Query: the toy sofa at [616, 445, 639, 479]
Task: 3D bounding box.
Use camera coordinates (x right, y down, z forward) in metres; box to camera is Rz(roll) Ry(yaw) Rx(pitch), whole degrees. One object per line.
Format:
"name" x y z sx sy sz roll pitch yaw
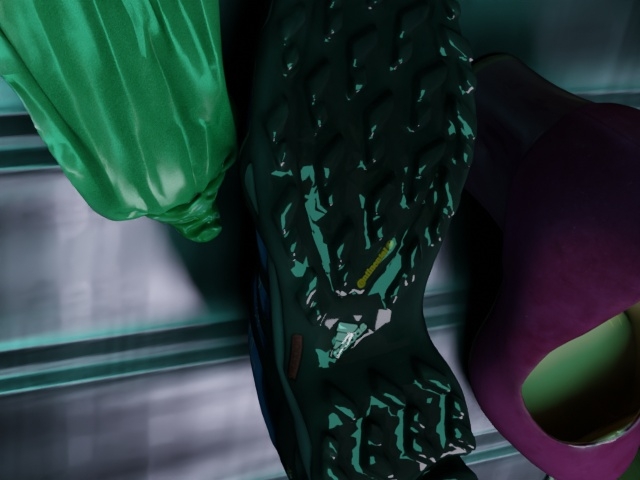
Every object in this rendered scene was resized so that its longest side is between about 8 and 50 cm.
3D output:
"toy sofa" 0.329 0.086 0.673 0.177 0.150 0.362 -10 133 -11

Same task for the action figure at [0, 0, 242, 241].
"action figure" -0.090 -0.088 0.420 0.137 0.063 0.232 -28 127 -11

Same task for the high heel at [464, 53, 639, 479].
"high heel" 0.170 0.077 0.597 0.127 0.181 0.377 -33 131 -5

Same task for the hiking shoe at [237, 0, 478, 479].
"hiking shoe" 0.000 0.000 0.501 0.113 0.132 0.304 -5 100 -25

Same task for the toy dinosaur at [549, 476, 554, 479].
"toy dinosaur" 0.149 0.276 0.809 0.183 0.053 0.093 -46 130 7
